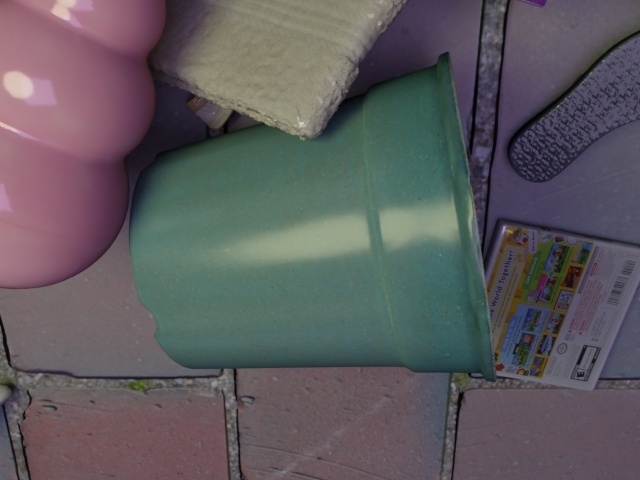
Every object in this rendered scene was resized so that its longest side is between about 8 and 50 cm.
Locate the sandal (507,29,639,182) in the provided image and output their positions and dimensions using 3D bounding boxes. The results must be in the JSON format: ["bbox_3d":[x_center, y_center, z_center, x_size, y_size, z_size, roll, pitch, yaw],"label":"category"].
[{"bbox_3d":[0.338,-0.170,0.783,0.254,0.054,0.097,-33,101,23],"label":"sandal"}]

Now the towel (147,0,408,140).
[{"bbox_3d":[-0.061,-0.215,0.653,0.187,0.282,0.049,-58,147,-6],"label":"towel"}]

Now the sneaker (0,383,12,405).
[{"bbox_3d":[-0.550,0.247,0.940,0.212,0.080,0.094,-29,97,12],"label":"sneaker"}]

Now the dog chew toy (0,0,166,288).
[{"bbox_3d":[-0.249,-0.125,0.597,0.207,0.206,0.332,25,100,-10],"label":"dog chew toy"}]

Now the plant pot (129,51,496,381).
[{"bbox_3d":[0.000,0.000,0.717,0.334,0.341,0.341,-9,112,13],"label":"plant pot"}]

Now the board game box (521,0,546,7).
[{"bbox_3d":[0.085,-0.361,0.578,0.347,0.056,0.208,12,124,-11],"label":"board game box"}]

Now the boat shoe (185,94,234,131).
[{"bbox_3d":[-0.099,-0.208,0.757,0.059,0.063,0.170,32,109,-18],"label":"boat shoe"}]

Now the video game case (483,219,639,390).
[{"bbox_3d":[0.314,0.094,0.898,0.206,0.026,0.227,10,113,-4],"label":"video game case"}]
